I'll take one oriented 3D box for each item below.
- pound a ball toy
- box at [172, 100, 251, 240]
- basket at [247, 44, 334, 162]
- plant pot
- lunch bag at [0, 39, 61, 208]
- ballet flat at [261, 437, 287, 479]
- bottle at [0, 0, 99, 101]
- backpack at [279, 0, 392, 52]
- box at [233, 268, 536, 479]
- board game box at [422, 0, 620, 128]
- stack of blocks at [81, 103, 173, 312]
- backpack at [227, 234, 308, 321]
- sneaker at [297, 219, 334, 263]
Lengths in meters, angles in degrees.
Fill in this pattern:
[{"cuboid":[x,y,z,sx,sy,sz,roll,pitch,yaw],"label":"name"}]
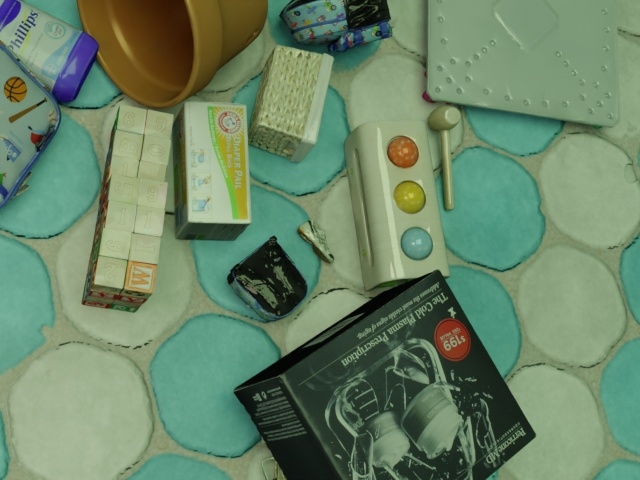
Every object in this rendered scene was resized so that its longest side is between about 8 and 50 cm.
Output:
[{"cuboid":[0.168,-0.087,1.862,0.208,0.136,0.319,-3,78,-19],"label":"pound a ball toy"},{"cuboid":[-0.178,-0.112,1.767,0.103,0.114,0.203,1,75,-18],"label":"box"},{"cuboid":[-0.053,-0.232,1.838,0.103,0.113,0.167,15,72,-12],"label":"basket"},{"cuboid":[-0.223,-0.379,1.748,0.203,0.291,0.290,-31,87,-40],"label":"plant pot"},{"cuboid":[-0.538,-0.186,1.609,0.303,0.115,0.243,49,61,-37],"label":"lunch bag"},{"cuboid":[-0.069,0.333,1.725,0.052,0.057,0.168,-6,78,-9],"label":"ballet flat"},{"cuboid":[-0.498,-0.326,1.726,0.283,0.092,0.118,26,69,-10],"label":"bottle"},{"cuboid":[0.023,-0.381,1.882,0.173,0.158,0.116,-18,101,-8],"label":"backpack"},{"cuboid":[0.104,0.269,1.695,0.343,0.179,0.312,-32,92,-31],"label":"box"},{"cuboid":[0.375,-0.415,2.057,0.390,0.050,0.389,6,75,-17],"label":"board game box"},{"cuboid":[-0.293,-0.052,1.683,0.087,0.171,0.297,11,73,-16],"label":"stack of blocks"},{"cuboid":[-0.081,0.072,1.768,0.105,0.084,0.114,-40,86,-22],"label":"backpack"},{"cuboid":[0.000,0.000,1.841,0.037,0.032,0.083,-41,92,-22],"label":"sneaker"}]
